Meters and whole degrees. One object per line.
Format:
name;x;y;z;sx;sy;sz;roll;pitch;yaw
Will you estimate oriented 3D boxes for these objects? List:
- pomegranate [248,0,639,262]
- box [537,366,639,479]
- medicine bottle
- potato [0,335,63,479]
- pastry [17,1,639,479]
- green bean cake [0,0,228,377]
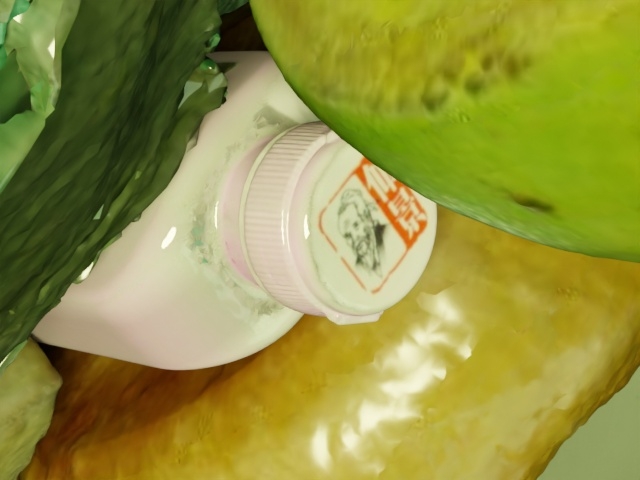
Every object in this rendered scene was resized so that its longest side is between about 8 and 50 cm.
pomegranate;0.102;-0.149;0.448;0.358;0.216;0.310;7;-88;64
box;-0.009;0.148;1.101;0.352;0.177;0.344;-45;-147;-22
medicine bottle;-0.054;-0.013;0.622;0.219;0.078;0.115;6;-125;49
potato;-0.249;0.132;0.582;0.269;0.112;0.255;-56;164;18
pastry;0.007;0.013;0.744;0.356;0.164;0.356;-29;-145;23
green bean cake;-0.136;-0.006;0.435;0.255;0.132;0.241;-51;175;-4
